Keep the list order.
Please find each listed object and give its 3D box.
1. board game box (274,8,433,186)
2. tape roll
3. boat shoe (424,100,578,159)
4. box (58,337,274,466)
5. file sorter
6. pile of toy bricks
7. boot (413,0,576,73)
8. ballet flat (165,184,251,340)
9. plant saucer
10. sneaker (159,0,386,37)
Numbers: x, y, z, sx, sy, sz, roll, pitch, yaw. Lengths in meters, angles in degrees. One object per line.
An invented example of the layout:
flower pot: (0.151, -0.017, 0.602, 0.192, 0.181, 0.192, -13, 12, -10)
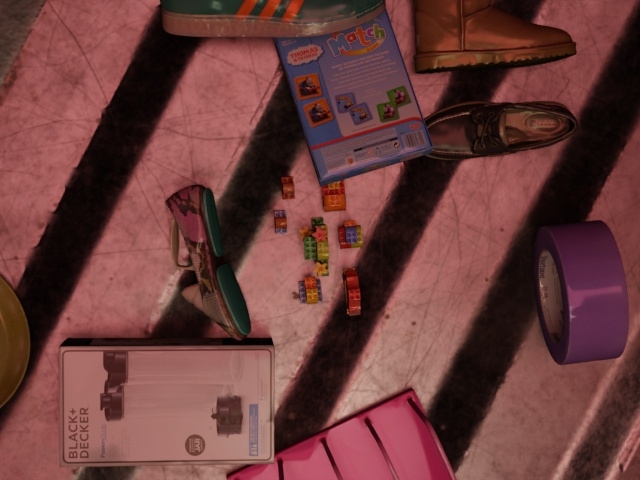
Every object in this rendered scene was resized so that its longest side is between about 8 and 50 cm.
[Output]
board game box: (0.044, -0.196, 1.756, 0.160, 0.039, 0.211, -17, 79, -3)
tape roll: (0.347, 0.070, 1.746, 0.080, 0.189, 0.189, -6, 94, -3)
boat shoe: (0.243, -0.155, 1.782, 0.223, 0.073, 0.080, -6, 94, -4)
box: (-0.207, 0.219, 1.765, 0.290, 0.087, 0.169, 1, 93, -4)
file sorter: (0.047, 0.364, 1.745, 0.291, 0.182, 0.202, -25, 95, -2)
pile of toy bricks: (0.000, 0.000, 1.758, 0.118, 0.105, 0.212, -6, 93, -4)
boot: (0.224, -0.369, 1.763, 0.236, 0.089, 0.269, -4, 92, -4)
ballet flat: (-0.159, 0.035, 1.772, 0.079, 0.077, 0.221, -17, 90, 15)
plant saucer: (-0.503, 0.131, 1.713, 0.241, 0.037, 0.241, 13, 65, -30)
sneaker: (-0.064, -0.340, 1.717, 0.302, 0.108, 0.121, -3, 119, -3)
